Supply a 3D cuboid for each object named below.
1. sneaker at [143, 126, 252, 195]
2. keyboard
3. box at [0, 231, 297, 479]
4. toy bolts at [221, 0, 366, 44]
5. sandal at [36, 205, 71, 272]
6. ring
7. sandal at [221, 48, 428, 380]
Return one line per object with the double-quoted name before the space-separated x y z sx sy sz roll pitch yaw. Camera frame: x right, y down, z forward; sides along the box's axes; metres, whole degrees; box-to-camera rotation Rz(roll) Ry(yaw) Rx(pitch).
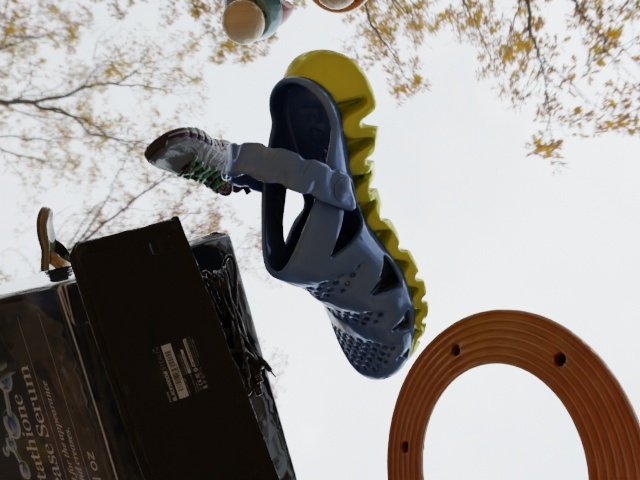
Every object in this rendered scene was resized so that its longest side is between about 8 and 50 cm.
"sneaker" -0.185 -0.120 1.078 0.083 0.223 0.098 -41 -104 23
"keyboard" -0.083 0.081 0.419 0.038 0.100 0.192 -41 -112 59
"box" -0.266 0.179 0.748 0.395 0.212 0.293 -11 -84 39
"toy bolts" -0.059 -0.373 0.910 0.228 0.158 0.218 -30 -64 28
"sandal" -0.464 0.027 1.174 0.049 0.072 0.180 -2 -69 -12
"ring" 0.188 0.239 0.690 0.336 0.032 0.337 -23 -119 51
"sandal" 0.000 0.000 0.608 0.126 0.138 0.317 2 -60 47
